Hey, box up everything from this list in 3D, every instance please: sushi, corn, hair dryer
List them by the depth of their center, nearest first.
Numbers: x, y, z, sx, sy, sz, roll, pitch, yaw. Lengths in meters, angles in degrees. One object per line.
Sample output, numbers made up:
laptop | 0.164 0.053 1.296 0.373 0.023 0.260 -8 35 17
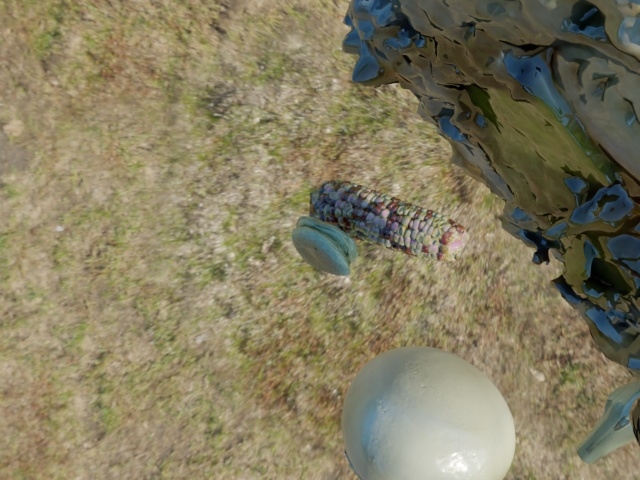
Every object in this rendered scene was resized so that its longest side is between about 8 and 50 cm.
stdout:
sushi | 0.183 -0.062 0.454 0.176 0.417 0.417 -44 85 -5
corn | 0.101 -0.029 1.284 0.281 0.092 0.092 21 101 31
hair dryer | 0.529 0.345 1.308 0.219 0.088 0.224 -37 81 50

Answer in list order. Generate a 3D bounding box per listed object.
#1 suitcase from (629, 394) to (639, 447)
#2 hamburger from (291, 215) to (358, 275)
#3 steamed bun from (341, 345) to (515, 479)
suitcase | 0.447 0.250 0.734 0.236 0.161 0.297 -23 83 6
hamburger | -0.003 0.002 1.242 0.121 0.084 0.054 16 58 47
steamed bun | 0.198 0.324 1.422 0.324 0.324 0.206 28 116 8
